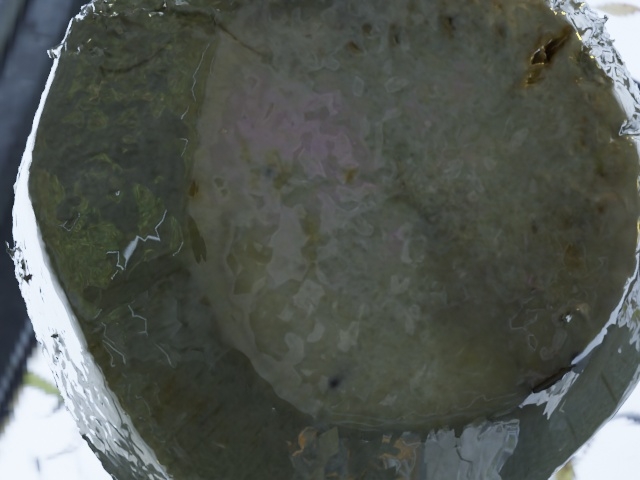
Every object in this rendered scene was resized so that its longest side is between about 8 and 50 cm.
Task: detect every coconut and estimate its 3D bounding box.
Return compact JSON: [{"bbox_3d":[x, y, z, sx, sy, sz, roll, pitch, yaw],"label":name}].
[{"bbox_3d":[0.002,-0.001,0.629,0.227,0.230,0.227,3,-101,-14],"label":"coconut"}]
